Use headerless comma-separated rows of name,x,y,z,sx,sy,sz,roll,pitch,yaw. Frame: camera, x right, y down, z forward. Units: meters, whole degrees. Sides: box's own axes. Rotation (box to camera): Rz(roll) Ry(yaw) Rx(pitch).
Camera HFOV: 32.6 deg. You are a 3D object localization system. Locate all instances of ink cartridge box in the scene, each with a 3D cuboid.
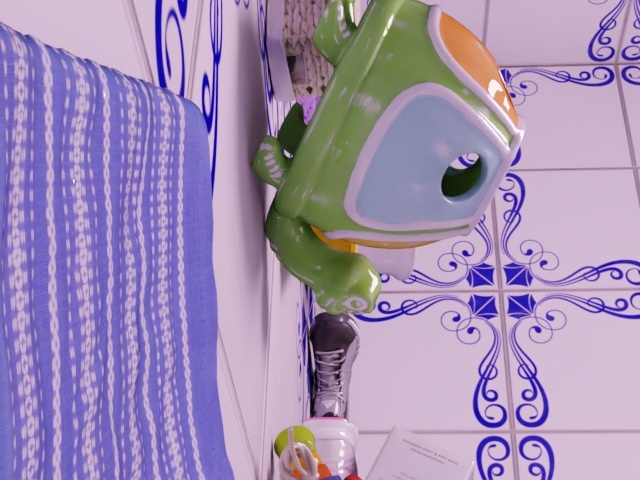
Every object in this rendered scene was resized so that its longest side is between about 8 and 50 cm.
ink cartridge box,0.091,0.443,1.483,0.306,0.131,0.226,-59,159,-29

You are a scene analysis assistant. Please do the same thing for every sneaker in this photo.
sneaker,0.023,0.227,1.803,0.228,0.086,0.132,87,7,-50
sneaker,0.012,0.368,1.548,0.111,0.103,0.252,-80,164,-49

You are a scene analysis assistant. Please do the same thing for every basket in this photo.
basket,-0.005,-0.258,1.276,0.113,0.103,0.167,82,8,-57

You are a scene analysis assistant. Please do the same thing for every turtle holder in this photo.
turtle holder,0.063,-0.082,1.108,0.320,0.227,0.243,-64,-179,-6

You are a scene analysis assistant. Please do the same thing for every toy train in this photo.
toy train,-0.016,0.248,1.170,0.143,0.105,0.248,-116,-168,-58

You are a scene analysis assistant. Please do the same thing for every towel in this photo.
towel,-0.081,0.046,0.472,0.336,0.040,0.243,-43,131,-85

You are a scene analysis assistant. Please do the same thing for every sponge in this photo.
sponge,-0.016,-0.262,1.698,0.210,0.031,0.117,-80,167,-67

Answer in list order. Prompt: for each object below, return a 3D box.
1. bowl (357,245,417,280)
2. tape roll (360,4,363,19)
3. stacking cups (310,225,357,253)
bowl,0.054,-0.075,1.736,0.298,0.134,0.297,173,-90,-81
tape roll,0.021,-0.341,1.643,0.219,0.072,0.219,-13,90,-82
stacking cups,0.000,0.000,1.490,0.316,0.096,0.096,-79,168,-87
